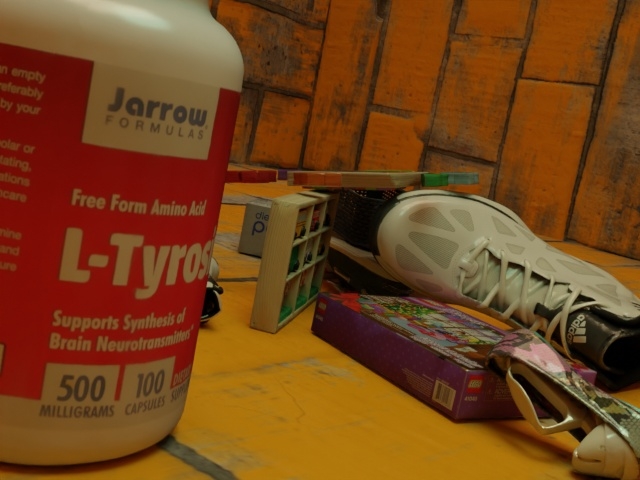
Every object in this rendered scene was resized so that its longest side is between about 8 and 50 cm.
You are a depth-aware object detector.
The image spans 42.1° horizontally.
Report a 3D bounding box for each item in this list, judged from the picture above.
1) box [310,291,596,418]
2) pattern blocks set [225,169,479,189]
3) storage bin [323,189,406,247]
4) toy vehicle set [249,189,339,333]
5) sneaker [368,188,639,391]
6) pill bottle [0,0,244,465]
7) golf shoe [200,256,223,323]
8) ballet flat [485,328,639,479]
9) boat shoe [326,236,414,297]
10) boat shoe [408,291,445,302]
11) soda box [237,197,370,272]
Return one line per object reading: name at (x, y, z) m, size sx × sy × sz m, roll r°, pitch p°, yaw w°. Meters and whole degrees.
box at (0.149, 0.131, 1.002) m, size 0.201 × 0.057 × 0.293 m, roll 7°, pitch 9°, yaw -34°
pattern blocks set at (0.051, -0.089, 1.224) m, size 0.325 × 0.026 × 0.285 m, roll 5°, pitch 8°, yaw 39°
storage bin at (0.081, -0.053, 1.422) m, size 0.122 × 0.084 × 0.180 m, roll 3°, pitch 16°, yaw -25°
toy vehicle set at (-0.030, 0.018, 1.147) m, size 0.035 × 0.166 × 0.267 m, roll 12°, pitch 9°, yaw 10°
sneaker at (0.293, 0.061, 1.136) m, size 0.448 × 0.169 × 0.257 m, roll 22°, pitch 7°, yaw -13°
pill bottle at (-0.186, -0.060, 0.638) m, size 0.229 × 0.407 × 0.229 m, roll 11°, pitch 9°, yaw -2°
golf shoe at (-0.156, 0.068, 1.021) m, size 0.094 × 0.077 × 0.198 m, roll 28°, pitch 16°, yaw 10°
ballet flat at (0.243, 0.168, 0.784) m, size 0.079 × 0.077 × 0.221 m, roll -28°, pitch 49°, yaw -27°
boat shoe at (0.063, 0.051, 1.348) m, size 0.095 × 0.079 × 0.254 m, roll 7°, pitch 12°, yaw -37°
boat shoe at (0.174, 0.071, 1.441) m, size 0.170 × 0.063 × 0.059 m, roll 18°, pitch 3°, yaw -23°
soda box at (0.000, 0.000, 1.532) m, size 0.286 × 0.098 × 0.091 m, roll 13°, pitch 9°, yaw 6°
